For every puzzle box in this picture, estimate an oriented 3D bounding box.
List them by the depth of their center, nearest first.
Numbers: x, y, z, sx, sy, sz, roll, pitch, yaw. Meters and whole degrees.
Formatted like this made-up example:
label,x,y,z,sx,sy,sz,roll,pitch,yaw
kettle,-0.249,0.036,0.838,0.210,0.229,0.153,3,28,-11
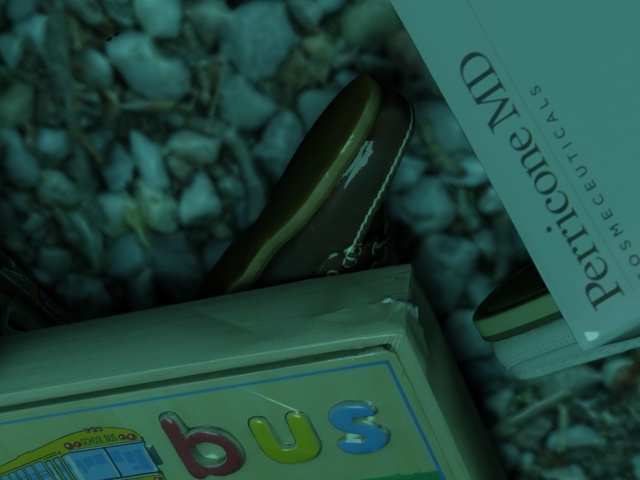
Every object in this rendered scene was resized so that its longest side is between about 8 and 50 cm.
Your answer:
label,x,y,z,sx,sy,sz,roll,pitch,yaw
puzzle box,-0.097,0.157,1.122,0.409,0.052,0.272,-11,129,19

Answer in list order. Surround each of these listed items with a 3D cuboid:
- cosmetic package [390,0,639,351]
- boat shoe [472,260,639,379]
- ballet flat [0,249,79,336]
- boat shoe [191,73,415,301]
label,x,y,z,sx,sy,sz,roll,pitch,yaw
cosmetic package,0.231,-0.139,0.788,0.385,0.156,0.217,-36,77,27
boat shoe,0.224,0.015,0.977,0.302,0.113,0.103,-23,103,22
ballet flat,-0.181,0.035,1.129,0.114,0.041,0.041,40,119,-8
boat shoe,0.000,0.000,1.051,0.073,0.073,0.207,26,129,-13
